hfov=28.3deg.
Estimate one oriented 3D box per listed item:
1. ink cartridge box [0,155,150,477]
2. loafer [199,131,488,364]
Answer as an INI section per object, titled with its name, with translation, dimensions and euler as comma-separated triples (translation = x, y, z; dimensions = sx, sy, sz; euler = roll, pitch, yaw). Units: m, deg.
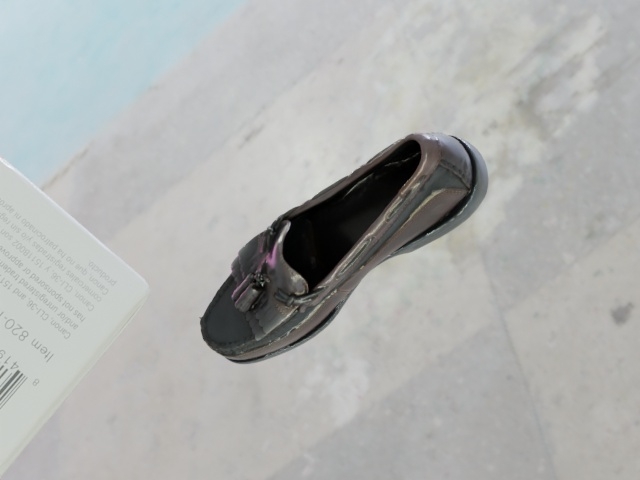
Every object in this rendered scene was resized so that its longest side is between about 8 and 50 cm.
[ink cartridge box]
translation = -0.151, 0.054, 0.316
dimensions = 0.198, 0.115, 0.067
euler = -52, 7, -29
[loafer]
translation = 0.000, 0.000, 1.093
dimensions = 0.302, 0.095, 0.109
euler = -36, 62, 20
